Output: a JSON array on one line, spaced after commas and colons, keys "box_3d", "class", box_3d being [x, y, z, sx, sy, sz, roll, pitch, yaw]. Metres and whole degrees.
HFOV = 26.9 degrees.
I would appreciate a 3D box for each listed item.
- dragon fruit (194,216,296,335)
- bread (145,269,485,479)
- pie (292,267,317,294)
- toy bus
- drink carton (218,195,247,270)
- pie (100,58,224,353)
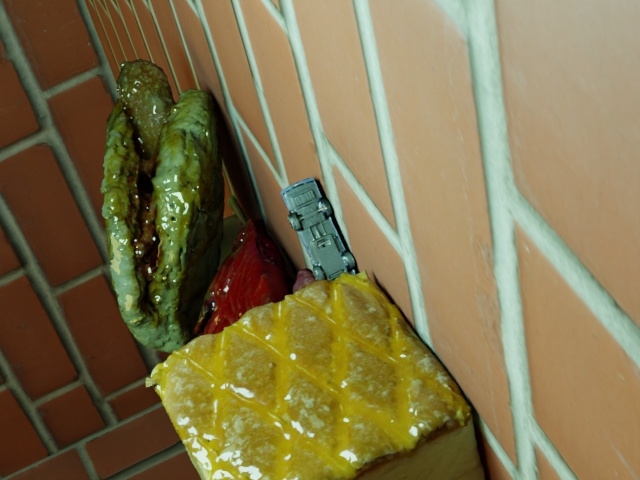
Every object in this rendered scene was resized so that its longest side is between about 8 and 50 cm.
[{"box_3d": [-0.083, 0.128, 2.044, 0.240, 0.302, 0.330, 18, -127, -41], "class": "dragon fruit"}, {"box_3d": [0.000, 0.215, 1.446, 0.279, 0.279, 0.207, 51, 164, 46], "class": "bread"}, {"box_3d": [0.012, 0.122, 1.830, 0.182, 0.050, 0.182, 156, 90, -86], "class": "pie"}, {"box_3d": [0.000, 0.000, 1.579, 0.061, 0.051, 0.153, -138, 24, -81], "class": "toy bus"}, {"box_3d": [-0.181, 0.032, 2.368, 0.144, 0.142, 0.146, 58, 167, 30], "class": "drink carton"}, {"box_3d": [-0.232, -0.023, 2.077, 0.418, 0.181, 0.395, 87, -179, -50], "class": "pie"}]
